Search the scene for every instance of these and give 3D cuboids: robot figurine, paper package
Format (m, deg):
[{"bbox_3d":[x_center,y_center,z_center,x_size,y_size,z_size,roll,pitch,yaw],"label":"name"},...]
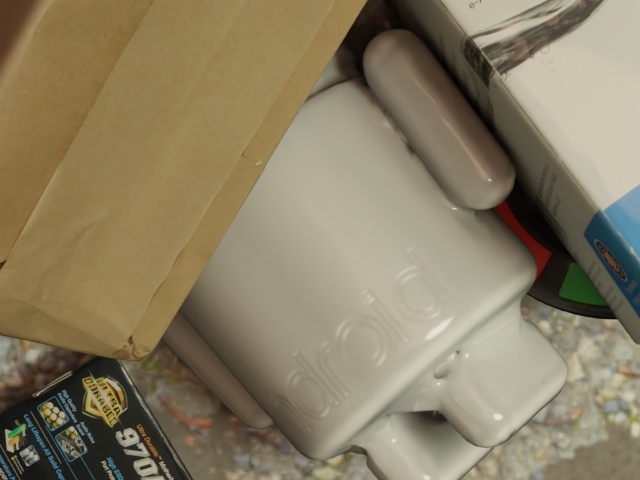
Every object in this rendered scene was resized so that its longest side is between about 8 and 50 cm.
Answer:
[{"bbox_3d":[0.000,0.000,1.046,0.353,0.200,0.300,48,120,9],"label":"robot figurine"},{"bbox_3d":[-0.151,-0.136,0.933,0.168,0.325,0.309,23,105,-37],"label":"paper package"}]

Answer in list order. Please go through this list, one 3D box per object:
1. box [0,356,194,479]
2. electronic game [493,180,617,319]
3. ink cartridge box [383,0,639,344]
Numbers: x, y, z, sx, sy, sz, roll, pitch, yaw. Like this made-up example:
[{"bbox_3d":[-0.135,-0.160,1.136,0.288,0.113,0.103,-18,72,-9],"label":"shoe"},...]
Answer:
[{"bbox_3d":[-0.158,0.208,1.065,0.175,0.051,0.220,-32,72,-9],"label":"box"},{"bbox_3d":[0.204,-0.059,1.099,0.229,0.048,0.229,-2,78,11],"label":"electronic game"},{"bbox_3d":[0.159,-0.102,0.971,0.129,0.223,0.307,-36,80,1],"label":"ink cartridge box"}]
